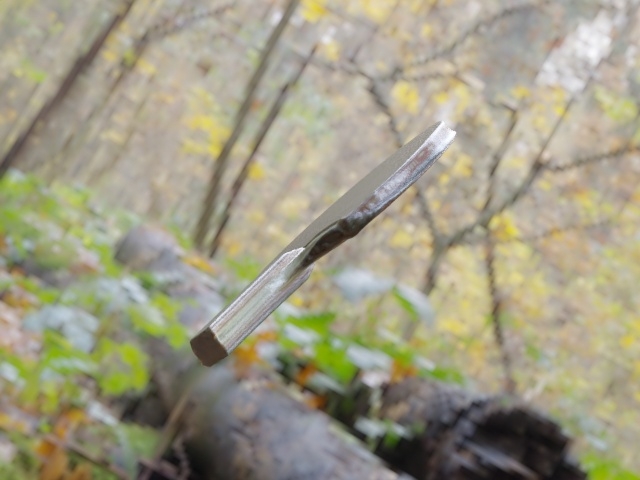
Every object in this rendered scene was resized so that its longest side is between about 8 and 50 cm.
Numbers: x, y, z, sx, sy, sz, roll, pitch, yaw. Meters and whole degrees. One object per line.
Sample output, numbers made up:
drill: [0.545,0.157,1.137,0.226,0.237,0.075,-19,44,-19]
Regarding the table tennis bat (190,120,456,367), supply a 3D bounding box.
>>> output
table tennis bat: [0.000,0.000,0.971,0.019,0.220,0.130,50,-42,-4]
